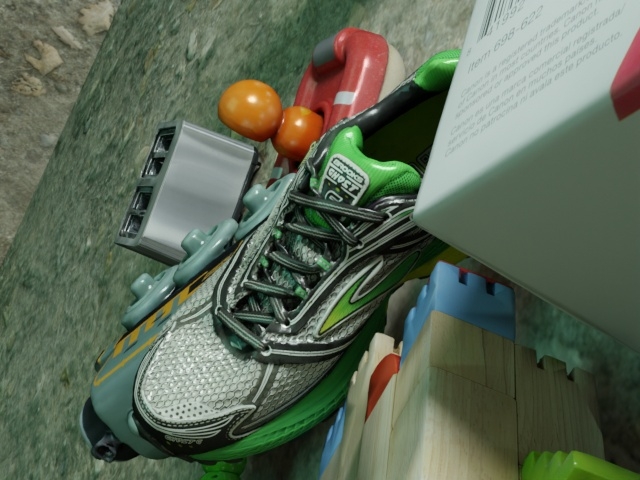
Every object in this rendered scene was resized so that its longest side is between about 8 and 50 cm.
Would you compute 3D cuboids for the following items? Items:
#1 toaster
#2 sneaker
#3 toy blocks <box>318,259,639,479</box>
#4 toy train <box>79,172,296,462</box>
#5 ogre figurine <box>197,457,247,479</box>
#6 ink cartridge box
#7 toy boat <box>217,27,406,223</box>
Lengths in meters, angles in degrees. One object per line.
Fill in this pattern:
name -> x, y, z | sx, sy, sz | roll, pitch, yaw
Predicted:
toaster -> -0.159, -0.048, 1.477 | 0.185, 0.110, 0.168 | 9, 79, 68
sneaker -> 0.000, 0.000, 0.813 | 0.134, 0.146, 0.343 | 39, 81, 27
toy blocks -> 0.050, 0.169, 0.717 | 0.261, 0.190, 0.381 | -77, 10, -57
toy train -> -0.085, 0.075, 1.045 | 0.334, 0.142, 0.190 | -36, 14, 39
ogre figurine -> -0.095, 0.245, 1.069 | 0.197, 0.096, 0.118 | -67, 6, -29
ink cartridge box -> 0.219, -0.174, 0.566 | 0.279, 0.160, 0.385 | -36, 31, 53
toy boat -> -0.026, -0.099, 1.149 | 0.151, 0.151, 0.231 | -11, 59, 66
